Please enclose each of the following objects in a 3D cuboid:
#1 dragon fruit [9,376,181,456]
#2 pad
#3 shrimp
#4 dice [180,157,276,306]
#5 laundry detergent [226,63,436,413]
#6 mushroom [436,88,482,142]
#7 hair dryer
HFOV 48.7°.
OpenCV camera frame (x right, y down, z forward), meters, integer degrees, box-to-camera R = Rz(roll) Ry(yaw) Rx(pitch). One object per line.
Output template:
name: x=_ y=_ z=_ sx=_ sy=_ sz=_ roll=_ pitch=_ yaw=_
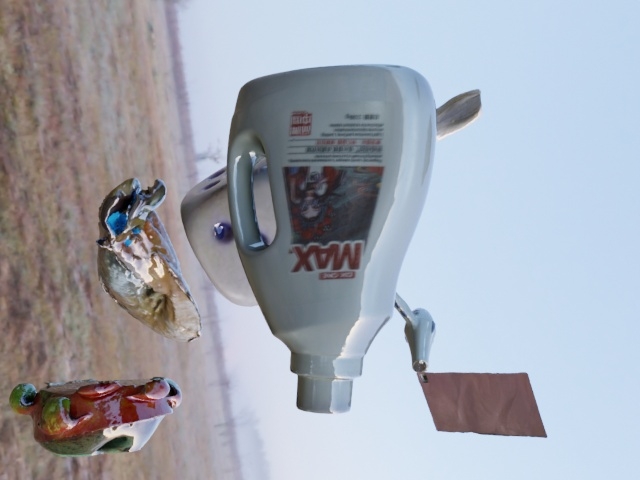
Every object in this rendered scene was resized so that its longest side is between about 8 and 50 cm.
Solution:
dragon fruit: x=-0.401 y=0.309 z=1.275 sx=0.268 sy=0.295 sz=0.130 roll=152 pitch=-64 yaw=-80
pad: x=0.242 y=0.248 z=1.077 sx=0.187 sy=0.006 sz=0.113 roll=-9 pitch=-73 yaw=40
shrimp: x=-0.291 y=0.050 z=1.187 sx=0.221 sy=0.110 sz=0.446 roll=32 pitch=-31 yaw=14
dice: x=-0.089 y=-0.026 z=1.083 sx=0.193 sy=0.192 sz=0.194 roll=63 pitch=6 yaw=-15
laundry detergent: x=0.000 y=0.000 z=0.850 sx=0.124 sy=0.264 sz=0.398 roll=18 pitch=75 yaw=-69
mushroom: x=0.160 y=-0.163 z=1.076 sx=0.059 sy=0.202 sz=0.054 roll=61 pitch=16 yaw=14
hair dryer: x=0.159 y=0.154 z=1.334 sx=0.199 sy=0.067 sz=0.167 roll=47 pitch=24 yaw=-33
